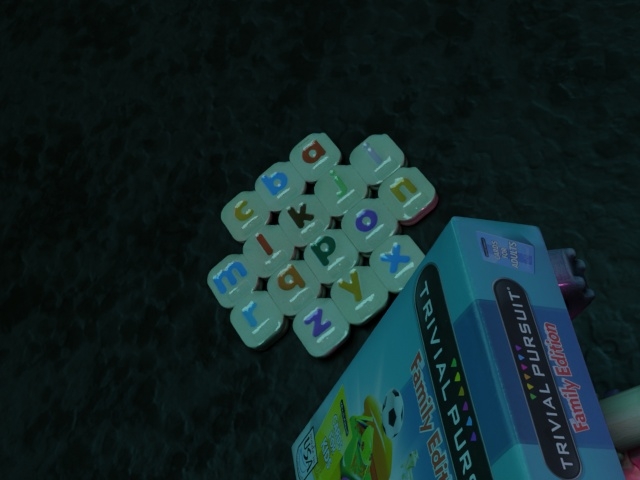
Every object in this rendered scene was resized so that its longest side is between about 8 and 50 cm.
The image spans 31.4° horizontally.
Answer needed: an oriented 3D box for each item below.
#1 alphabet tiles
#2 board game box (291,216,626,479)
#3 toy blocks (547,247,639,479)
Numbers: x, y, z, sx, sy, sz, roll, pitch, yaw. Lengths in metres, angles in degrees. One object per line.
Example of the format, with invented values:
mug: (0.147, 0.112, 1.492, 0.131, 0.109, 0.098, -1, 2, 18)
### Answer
alphabet tiles: (0.000, 0.000, 1.347, 0.284, 0.021, 0.278, -40, 50, 3)
board game box: (0.084, 0.186, 0.854, 0.336, 0.079, 0.254, 120, 149, -44)
toy blocks: (0.306, 0.153, 0.899, 0.260, 0.288, 0.309, -28, 49, 21)
